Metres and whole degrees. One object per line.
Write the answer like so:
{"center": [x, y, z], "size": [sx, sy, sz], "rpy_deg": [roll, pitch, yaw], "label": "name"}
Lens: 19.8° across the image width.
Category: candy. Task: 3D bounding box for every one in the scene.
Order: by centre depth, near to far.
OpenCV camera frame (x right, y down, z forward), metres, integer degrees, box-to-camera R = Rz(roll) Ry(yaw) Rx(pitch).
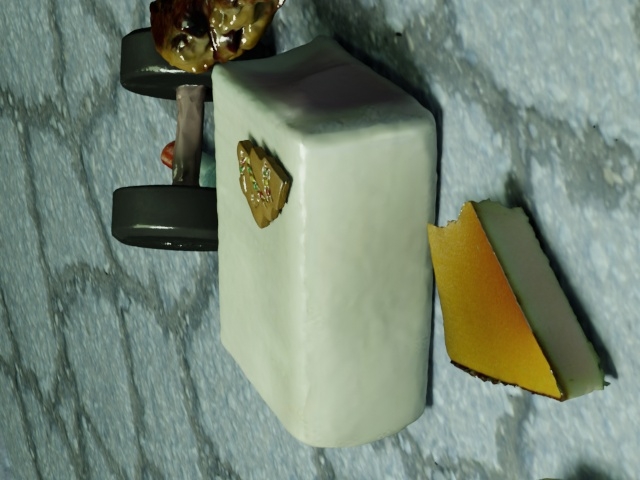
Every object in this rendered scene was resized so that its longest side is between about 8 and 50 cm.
{"center": [0.000, 0.002, 1.748], "size": [0.208, 0.145, 0.359], "rpy_deg": [43, 141, 47], "label": "candy"}

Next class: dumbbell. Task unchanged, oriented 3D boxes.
{"center": [-0.135, -0.103, 1.883], "size": [0.152, 0.152, 0.218], "rpy_deg": [171, 103, -65], "label": "dumbbell"}

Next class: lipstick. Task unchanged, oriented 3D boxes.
{"center": [-0.107, -0.061, 2.027], "size": [0.274, 0.061, 0.068], "rpy_deg": [33, 130, 54], "label": "lipstick"}

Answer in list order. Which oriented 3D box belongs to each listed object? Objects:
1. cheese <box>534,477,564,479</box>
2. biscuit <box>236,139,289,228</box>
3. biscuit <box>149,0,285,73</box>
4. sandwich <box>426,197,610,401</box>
{"center": [0.221, 0.316, 1.542], "size": [0.226, 0.117, 0.214], "rpy_deg": [48, 142, 33], "label": "cheese"}
{"center": [-0.052, -0.049, 1.634], "size": [0.092, 0.016, 0.082], "rpy_deg": [9, 112, 65], "label": "biscuit"}
{"center": [-0.062, -0.307, 1.662], "size": [0.334, 0.081, 0.289], "rpy_deg": [-58, 31, 35], "label": "biscuit"}
{"center": [0.160, 0.041, 1.544], "size": [0.193, 0.058, 0.163], "rpy_deg": [16, 119, 64], "label": "sandwich"}
